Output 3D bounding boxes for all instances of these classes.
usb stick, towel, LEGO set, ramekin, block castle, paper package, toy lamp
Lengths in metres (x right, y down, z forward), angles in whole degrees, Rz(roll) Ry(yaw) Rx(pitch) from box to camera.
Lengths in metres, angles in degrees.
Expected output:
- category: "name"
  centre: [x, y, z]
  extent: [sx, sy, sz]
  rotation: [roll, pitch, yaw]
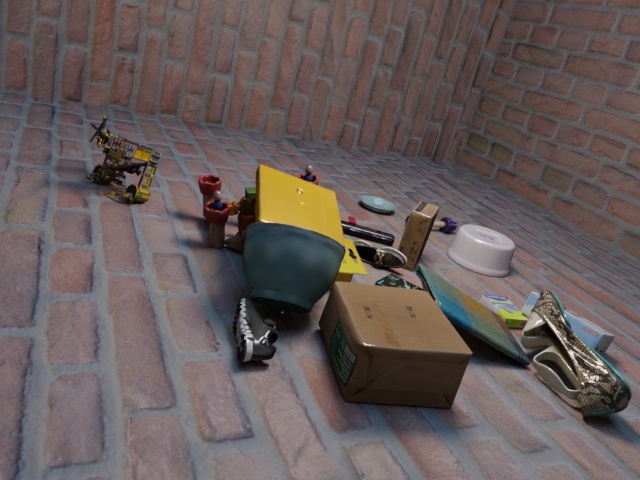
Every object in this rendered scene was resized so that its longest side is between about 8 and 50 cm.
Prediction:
- category: "usb stick"
  centre: [0.179, -0.038, 2.338]
  extent: [0.278, 0.045, 0.077]
  rotation: [15, 14, 0]
- category: "towel"
  centre: [0.465, 0.231, 1.709]
  extent: [0.370, 0.040, 0.271]
  rotation: [32, 19, -15]
- category: "LEGO set"
  centre: [-0.771, -0.292, 2.041]
  extent: [0.331, 0.254, 0.192]
  rotation: [36, 12, 28]
- category: "ramekin"
  centre: [0.708, 0.036, 2.387]
  extent: [0.277, 0.135, 0.277]
  rotation: [14, 21, -5]
- category: "block castle"
  centre: [-0.200, -0.135, 1.969]
  extent: [0.454, 0.212, 0.303]
  rotation: [-3, 32, -16]
- category: "paper package"
  centre: [0.181, 0.260, 1.425]
  extent: [0.310, 0.168, 0.325]
  rotation: [7, 23, -16]
- category: "toy lamp"
  centre: [0.543, -0.079, 2.648]
  extent: [0.275, 0.080, 0.080]
  rotation: [1, 25, -27]

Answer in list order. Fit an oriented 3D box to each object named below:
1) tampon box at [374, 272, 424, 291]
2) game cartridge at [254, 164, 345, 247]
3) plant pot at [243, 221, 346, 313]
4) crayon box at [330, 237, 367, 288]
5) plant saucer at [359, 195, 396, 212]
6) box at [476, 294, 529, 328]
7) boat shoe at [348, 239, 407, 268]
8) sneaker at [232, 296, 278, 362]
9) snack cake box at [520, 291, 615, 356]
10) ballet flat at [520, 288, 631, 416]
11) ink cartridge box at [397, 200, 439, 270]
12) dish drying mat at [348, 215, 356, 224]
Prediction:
- category: "tampon box"
  centre: [0.253, 0.193, 1.728]
  extent: [0.161, 0.101, 0.120]
  rotation: [27, 23, 27]
- category: "game cartridge"
  centre: [-0.070, -0.096, 1.723]
  extent: [0.285, 0.052, 0.323]
  rotation: [19, 35, -19]
- category: "plant pot"
  centre: [-0.092, 0.092, 1.540]
  extent: [0.293, 0.196, 0.293]
  rotation: [12, -16, 4]
- category: "crayon box"
  centre: [-0.021, 0.066, 1.839]
  extent: [0.319, 0.081, 0.202]
  rotation: [7, 35, -20]
- category: "plant saucer"
  centre: [0.286, -0.176, 2.765]
  extent: [0.195, 0.037, 0.195]
  rotation: [14, 22, -6]
- category: "box"
  centre: [0.650, 0.247, 1.948]
  extent: [0.109, 0.042, 0.178]
  rotation: [8, 23, -20]
- category: "boat shoe"
  centre: [0.213, 0.060, 2.074]
  extent: [0.228, 0.081, 0.069]
  rotation: [17, 23, 25]
- category: "sneaker"
  centre: [-0.164, 0.230, 1.397]
  extent: [0.106, 0.078, 0.234]
  rotation: [11, 25, -19]
- category: "snack cake box"
  centre: [0.840, 0.284, 1.865]
  extent: [0.152, 0.089, 0.264]
  rotation: [14, 18, -47]
- category: "ballet flat"
  centre: [0.710, 0.322, 1.630]
  extent: [0.182, 0.164, 0.482]
  rotation: [-19, 33, 4]
- category: "ink cartridge box"
  centre: [0.381, -0.022, 2.169]
  extent: [0.088, 0.234, 0.193]
  rotation: [21, 21, 13]
- category: "dish drying mat"
  centre: [0.146, -0.093, 2.503]
  extent: [0.032, 0.008, 0.083]
  rotation: [13, 20, -8]
